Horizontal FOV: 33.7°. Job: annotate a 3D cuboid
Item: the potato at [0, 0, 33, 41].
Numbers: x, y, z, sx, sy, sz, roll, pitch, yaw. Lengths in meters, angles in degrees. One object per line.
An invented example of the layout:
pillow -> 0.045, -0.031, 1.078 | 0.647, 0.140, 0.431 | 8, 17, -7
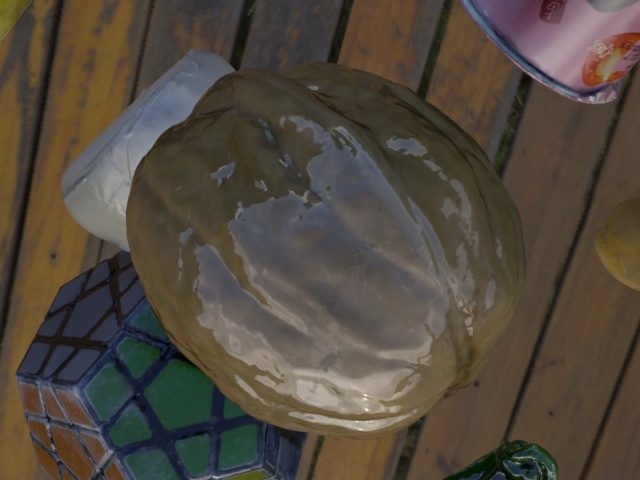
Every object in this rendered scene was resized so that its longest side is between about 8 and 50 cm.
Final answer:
potato -> -0.417, -0.376, 1.098 | 0.397, 0.296, 0.290 | -44, 97, 4

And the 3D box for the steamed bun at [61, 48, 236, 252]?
steamed bun -> -0.146, -0.073, 1.009 | 0.131, 0.177, 0.228 | 44, 130, -14

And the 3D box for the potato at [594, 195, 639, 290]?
potato -> 0.529, 0.005, 1.636 | 0.150, 0.234, 0.146 | 31, 79, -31

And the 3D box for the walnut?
walnut -> 0.000, 0.000, 0.657 | 0.261, 0.225, 0.225 | 44, 110, 34

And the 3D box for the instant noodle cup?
instant noodle cup -> 0.277, -0.292, 1.012 | 0.243, 0.243, 0.231 | 39, 129, -8

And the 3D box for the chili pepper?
chili pepper -> 0.139, 0.272, 1.066 | 0.257, 0.074, 0.100 | -38, 79, 29

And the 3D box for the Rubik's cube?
Rubik's cube -> -0.153, 0.153, 1.106 | 0.264, 0.319, 0.318 | 4, 107, 16
